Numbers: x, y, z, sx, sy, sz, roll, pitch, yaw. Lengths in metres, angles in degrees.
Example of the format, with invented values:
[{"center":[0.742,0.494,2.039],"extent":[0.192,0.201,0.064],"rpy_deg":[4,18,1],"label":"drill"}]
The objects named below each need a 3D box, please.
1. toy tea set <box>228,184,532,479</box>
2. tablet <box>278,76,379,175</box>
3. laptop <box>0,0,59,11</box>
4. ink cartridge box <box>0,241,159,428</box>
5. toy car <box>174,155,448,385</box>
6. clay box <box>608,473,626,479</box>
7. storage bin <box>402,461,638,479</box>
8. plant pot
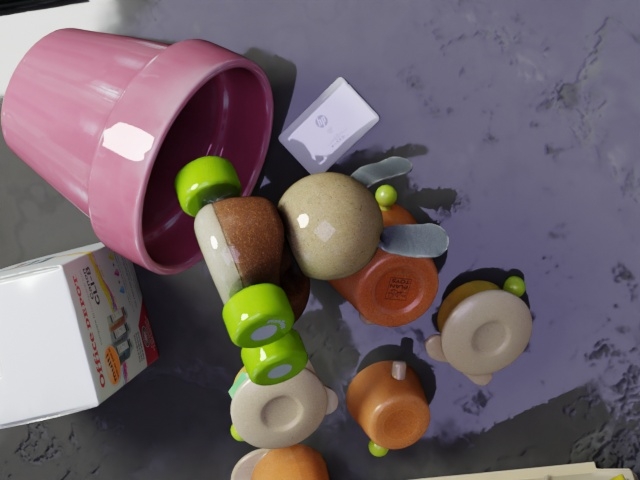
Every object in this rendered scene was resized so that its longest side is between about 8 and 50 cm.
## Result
[{"center":[0.021,0.111,1.045],"extent":[0.336,0.124,0.200],"rpy_deg":[-45,119,9],"label":"toy tea set"},{"center":[0.007,-0.104,1.051],"extent":[0.083,0.006,0.054],"rpy_deg":[-43,89,11],"label":"tablet"},{"center":[-0.439,-0.432,1.059],"extent":[0.382,0.236,0.407],"rpy_deg":[-6,68,12],"label":"laptop"},{"center":[-0.243,0.081,1.029],"extent":[0.127,0.176,0.128],"rpy_deg":[-13,96,11],"label":"ink cartridge box"},{"center":[0.000,0.000,0.918],"extent":[0.188,0.149,0.155],"rpy_deg":[-21,61,-4],"label":"toy car"},{"center":[0.176,0.297,0.932],"extent":[0.222,0.053,0.127],"rpy_deg":[-28,92,10],"label":"clay box"},{"center":[0.173,0.352,1.030],"extent":[0.260,0.123,0.262],"rpy_deg":[-8,96,10],"label":"storage bin"},{"center":[-0.167,-0.096,0.996],"extent":[0.180,0.201,0.201],"rpy_deg":[26,101,21],"label":"plant pot"}]
